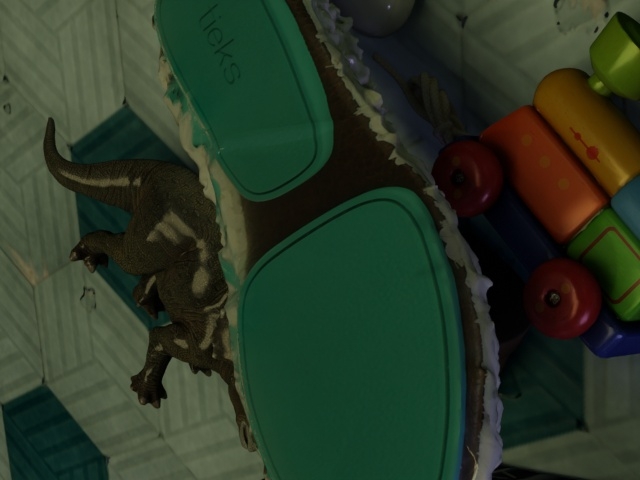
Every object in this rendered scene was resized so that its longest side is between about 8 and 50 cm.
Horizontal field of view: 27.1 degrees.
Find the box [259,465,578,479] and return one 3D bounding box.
[{"bbox_3d":[0.042,0.268,0.776,0.343,0.312,0.179,3,105,45],"label":"box"}]

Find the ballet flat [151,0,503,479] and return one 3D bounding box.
[{"bbox_3d":[0.017,-0.004,0.734,0.147,0.147,0.409,-50,47,43],"label":"ballet flat"}]

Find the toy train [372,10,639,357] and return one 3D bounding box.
[{"bbox_3d":[0.133,-0.070,0.735,0.143,0.105,0.248,-49,61,27],"label":"toy train"}]

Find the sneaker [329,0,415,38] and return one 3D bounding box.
[{"bbox_3d":[-0.020,-0.217,0.832,0.080,0.094,0.212,-36,78,45],"label":"sneaker"}]

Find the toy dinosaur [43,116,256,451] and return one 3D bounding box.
[{"bbox_3d":[-0.096,0.021,1.002,0.160,0.121,0.314,-39,70,33],"label":"toy dinosaur"}]

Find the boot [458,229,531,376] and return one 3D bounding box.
[{"bbox_3d":[0.000,0.000,0.887,0.305,0.112,0.115,44,142,23],"label":"boot"}]
